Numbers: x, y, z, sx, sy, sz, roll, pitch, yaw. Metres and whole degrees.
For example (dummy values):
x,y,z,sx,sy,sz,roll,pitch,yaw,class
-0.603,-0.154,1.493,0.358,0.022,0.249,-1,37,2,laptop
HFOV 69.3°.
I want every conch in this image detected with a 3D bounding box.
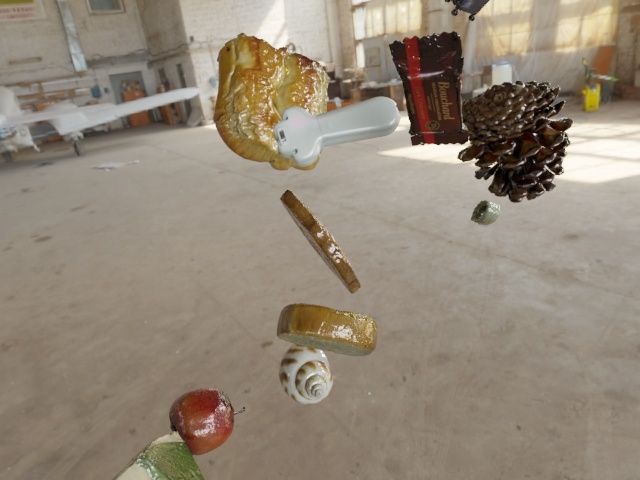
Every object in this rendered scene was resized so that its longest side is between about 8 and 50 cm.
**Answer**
x,y,z,sx,sy,sz,roll,pitch,yaw,class
-0.047,0.433,1.488,0.148,0.183,0.274,-15,13,-37,conch

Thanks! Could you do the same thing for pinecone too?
x,y,z,sx,sy,sz,roll,pitch,yaw,class
0.428,-0.206,1.031,0.246,0.292,0.246,-24,33,17,pinecone

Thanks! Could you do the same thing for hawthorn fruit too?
x,y,z,sx,sy,sz,roll,pitch,yaw,class
-0.285,0.456,1.192,0.193,0.157,0.157,-6,18,-26,hawthorn fruit

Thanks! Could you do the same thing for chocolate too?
x,y,z,sx,sy,sz,roll,pitch,yaw,class
0.141,-0.179,0.579,0.085,0.182,0.028,0,63,23,chocolate

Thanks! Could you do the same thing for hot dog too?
x,y,z,sx,sy,sz,roll,pitch,yaw,class
-0.138,-0.385,1.400,0.366,0.366,0.196,11,-29,-26,hot dog

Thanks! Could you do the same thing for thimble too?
x,y,z,sx,sy,sz,roll,pitch,yaw,class
0.630,-0.103,1.773,0.062,0.110,0.085,16,50,-15,thimble

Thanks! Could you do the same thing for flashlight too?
x,y,z,sx,sy,sz,roll,pitch,yaw,class
0.027,-0.175,0.720,0.200,0.093,0.047,-16,-9,-7,flashlight

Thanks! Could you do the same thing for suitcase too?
x,y,z,sx,sy,sz,roll,pitch,yaw,class
0.346,-0.558,1.020,0.086,0.059,0.126,-7,-22,-35,suitcase

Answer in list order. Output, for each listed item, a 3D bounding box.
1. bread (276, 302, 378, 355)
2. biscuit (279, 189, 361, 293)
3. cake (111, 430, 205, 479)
x,y,z,sx,sy,sz,roll,pitch,yaw,class
0.016,0.201,1.032,0.235,0.070,0.236,8,-20,3,bread
0.001,-0.001,1.124,0.049,0.273,0.257,-38,46,-3,biscuit
-0.308,0.561,0.995,0.158,0.283,0.172,-45,5,-2,cake
